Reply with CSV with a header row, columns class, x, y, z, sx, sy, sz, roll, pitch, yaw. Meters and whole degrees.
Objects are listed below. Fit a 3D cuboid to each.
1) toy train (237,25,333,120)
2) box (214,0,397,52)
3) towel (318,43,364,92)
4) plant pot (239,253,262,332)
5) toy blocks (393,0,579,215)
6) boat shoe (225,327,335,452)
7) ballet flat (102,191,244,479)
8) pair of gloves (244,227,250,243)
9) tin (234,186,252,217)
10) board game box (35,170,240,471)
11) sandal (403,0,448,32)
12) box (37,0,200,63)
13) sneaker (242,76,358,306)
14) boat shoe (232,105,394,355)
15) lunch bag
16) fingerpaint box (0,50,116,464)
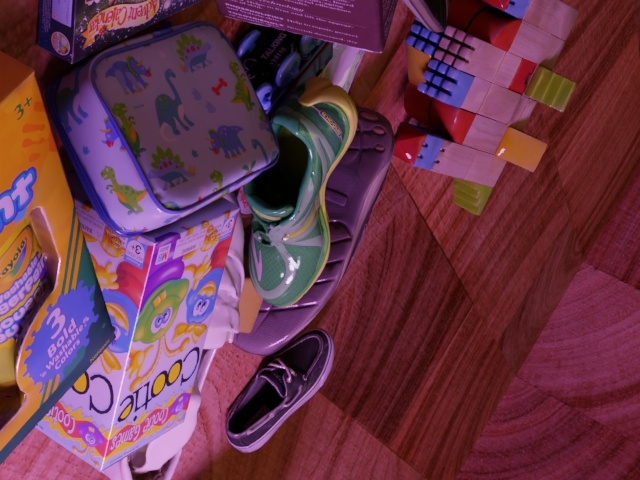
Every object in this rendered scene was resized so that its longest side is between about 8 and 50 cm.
class,x,y,z,sx,sy,sz,roll,pitch,yaw
toy train,-0.056,-0.186,1.559,0.184,0.080,0.105,-53,163,-19
box,-0.004,-0.291,1.259,0.203,0.167,0.168,70,36,-78
towel,0.006,-0.211,1.731,0.152,0.023,0.113,-13,127,-61
plant pot,-0.126,0.060,1.698,0.083,0.081,0.081,1,117,-44
toy blocks,0.213,-0.239,1.987,0.261,0.190,0.381,10,108,-55
boat shoe,-0.056,0.209,2.026,0.219,0.077,0.070,-51,157,-19
ballet flat,-0.158,0.121,1.597,0.139,0.139,0.400,-19,134,-59
pair of gloves,-0.112,0.022,1.771,0.074,0.010,0.083,-13,127,-61
tin,-0.053,-0.105,1.691,0.190,0.040,0.106,-45,151,-21
board game box,-0.207,0.071,1.444,0.142,0.144,0.275,-27,139,-53
sandal,0.067,-0.336,1.644,0.302,0.086,0.120,23,68,-51
box,-0.158,-0.274,1.272,0.233,0.044,0.159,-37,147,-45
sneaker,-0.047,-0.047,1.576,0.123,0.109,0.296,-31,144,-44
boat shoe,0.000,0.000,1.820,0.355,0.132,0.130,-59,162,-12
lunch bag,-0.147,-0.112,1.337,0.090,0.176,0.219,-24,-174,37
fingerpaint box,-0.379,0.099,1.079,0.445,0.163,0.371,-49,155,-28
